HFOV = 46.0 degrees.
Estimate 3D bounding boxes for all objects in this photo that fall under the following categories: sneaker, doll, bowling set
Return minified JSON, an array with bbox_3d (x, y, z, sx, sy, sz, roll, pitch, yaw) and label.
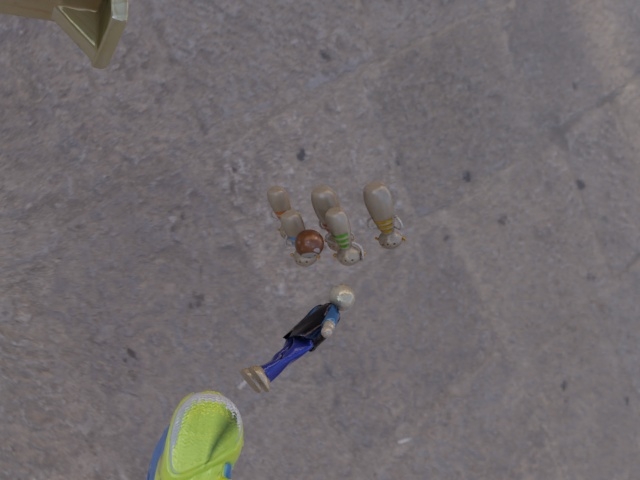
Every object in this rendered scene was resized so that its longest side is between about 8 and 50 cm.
[{"bbox_3d":[-0.127,0.264,0.706,0.091,0.126,0.240,18,72,-13],"label":"sneaker"},{"bbox_3d":[-0.019,0.127,1.014,0.189,0.129,0.046,-41,95,-26],"label":"doll"},{"bbox_3d":[0.000,0.000,1.464,0.200,0.287,0.154,-59,140,-44],"label":"bowling set"}]

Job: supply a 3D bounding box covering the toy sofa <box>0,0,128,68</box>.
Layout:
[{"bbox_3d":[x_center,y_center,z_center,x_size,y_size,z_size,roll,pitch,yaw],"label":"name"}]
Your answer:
[{"bbox_3d":[-0.359,-0.282,0.690,0.363,0.150,0.177,3,83,-23],"label":"toy sofa"}]
